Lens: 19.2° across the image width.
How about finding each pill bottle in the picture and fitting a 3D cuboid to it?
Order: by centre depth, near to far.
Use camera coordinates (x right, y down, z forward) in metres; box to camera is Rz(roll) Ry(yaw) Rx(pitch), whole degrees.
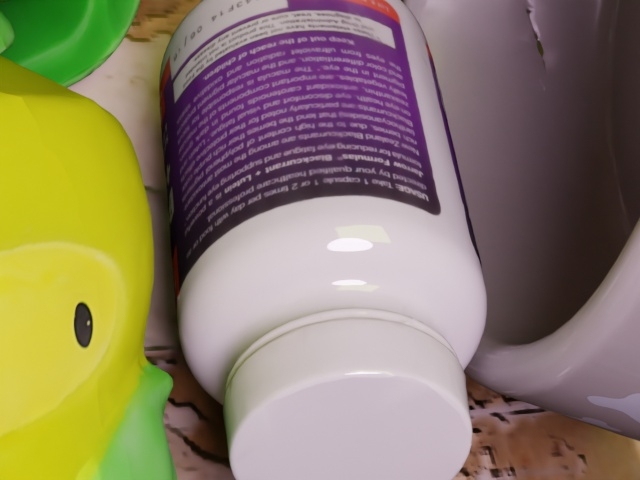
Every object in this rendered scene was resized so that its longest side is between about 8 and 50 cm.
[{"bbox_3d":[0.000,0.000,0.673,0.108,0.108,0.193,13,42,-20],"label":"pill bottle"}]

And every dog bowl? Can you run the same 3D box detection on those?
[{"bbox_3d":[0.122,-0.093,0.673,0.102,0.349,0.348,6,61,-17],"label":"dog bowl"}]

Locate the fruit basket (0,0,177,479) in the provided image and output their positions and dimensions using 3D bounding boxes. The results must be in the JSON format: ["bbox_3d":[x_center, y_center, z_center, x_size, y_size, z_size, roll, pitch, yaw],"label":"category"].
[{"bbox_3d":[-0.169,-0.055,0.573,0.392,0.283,0.392,8,47,-9],"label":"fruit basket"}]
